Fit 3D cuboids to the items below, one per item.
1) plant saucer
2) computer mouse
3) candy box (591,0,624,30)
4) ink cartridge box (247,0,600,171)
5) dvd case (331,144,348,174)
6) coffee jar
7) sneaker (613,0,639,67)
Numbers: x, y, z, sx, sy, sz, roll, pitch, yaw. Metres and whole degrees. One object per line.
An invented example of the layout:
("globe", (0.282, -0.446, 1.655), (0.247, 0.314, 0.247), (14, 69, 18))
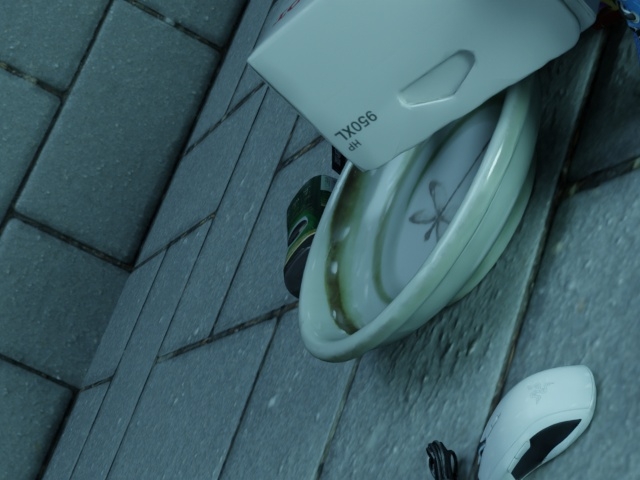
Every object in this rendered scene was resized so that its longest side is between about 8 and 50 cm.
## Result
("plant saucer", (0.118, -0.044, 1.188), (0.400, 0.100, 0.400), (-54, 19, 28))
("computer mouse", (0.141, 0.157, 0.917), (0.193, 0.042, 0.106), (-52, 19, 34))
("candy box", (0.305, -0.301, 1.103), (0.187, 0.053, 0.109), (-68, 17, -11))
("ink cartridge box", (0.130, -0.292, 1.102), (0.285, 0.166, 0.395), (-32, 25, 42))
("dvd case", (0.075, -0.175, 1.459), (0.179, 0.029, 0.239), (-54, -5, -5))
("coffee jar", (0.000, 0.000, 1.512), (0.096, 0.079, 0.184), (-51, 19, 28))
("sneaker", (0.224, -0.221, 0.855), (0.130, 0.147, 0.330), (-101, -4, -71))
